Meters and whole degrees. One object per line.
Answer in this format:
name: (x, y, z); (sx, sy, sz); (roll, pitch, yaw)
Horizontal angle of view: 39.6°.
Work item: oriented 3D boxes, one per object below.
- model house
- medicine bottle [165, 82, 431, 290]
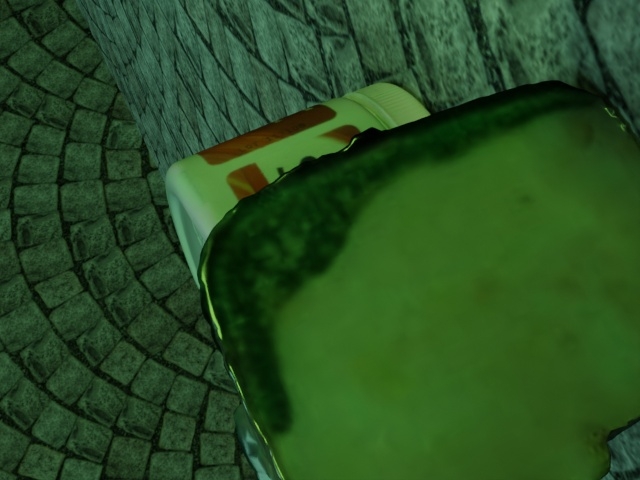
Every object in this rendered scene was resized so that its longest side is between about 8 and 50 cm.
model house: (0.083, 0.092, 0.614); (0.243, 0.298, 0.284); (59, 164, 25)
medicine bottle: (0.000, 0.000, 0.878); (0.252, 0.240, 0.252); (57, 163, 28)
